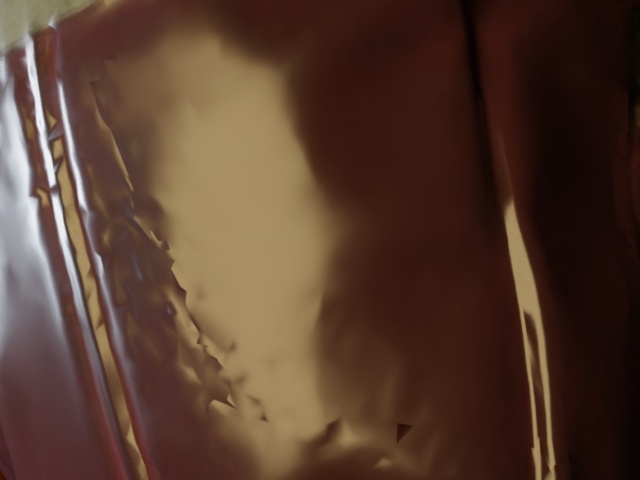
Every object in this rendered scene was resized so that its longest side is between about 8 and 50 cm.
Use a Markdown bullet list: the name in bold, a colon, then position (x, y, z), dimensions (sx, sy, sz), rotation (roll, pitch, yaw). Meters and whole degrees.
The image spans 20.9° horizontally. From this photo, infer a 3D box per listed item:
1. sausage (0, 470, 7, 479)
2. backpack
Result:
- **sausage**: position (-0.119, 0.041, 0.646), dimensions (0.076, 0.103, 0.302), rotation (-30, 81, 40)
- **backpack**: position (0.000, 0.000, 0.518), dimensions (0.283, 0.197, 0.317), rotation (-27, 69, 40)
